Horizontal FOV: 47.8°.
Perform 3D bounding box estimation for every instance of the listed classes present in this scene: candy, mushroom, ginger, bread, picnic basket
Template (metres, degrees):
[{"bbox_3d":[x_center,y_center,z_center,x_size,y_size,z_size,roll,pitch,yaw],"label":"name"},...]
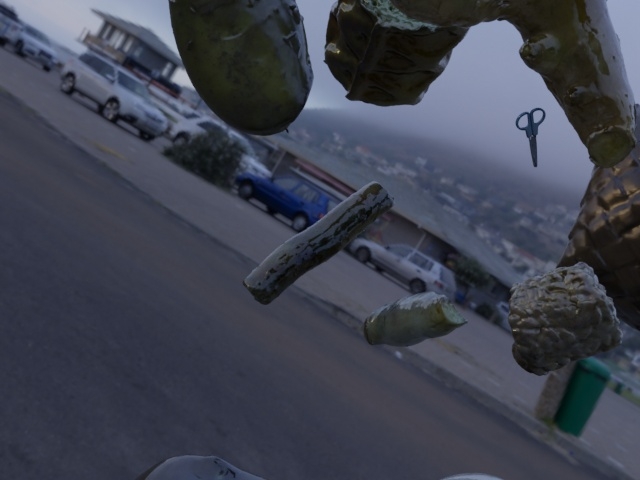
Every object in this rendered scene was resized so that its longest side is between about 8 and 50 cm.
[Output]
[{"bbox_3d":[0.237,0.077,0.718,0.095,0.110,0.085,63,26,-18],"label":"candy"},{"bbox_3d":[0.172,0.134,1.253,0.087,0.107,0.333,52,-22,0],"label":"mushroom"},{"bbox_3d":[0.269,-0.296,0.811,0.348,0.363,0.122,43,-25,-21],"label":"ginger"},{"bbox_3d":[0.123,-0.366,1.262,0.238,0.196,0.252,55,-17,18],"label":"bread"},{"bbox_3d":[0.546,-0.015,1.013,0.337,0.337,0.293,34,5,38],"label":"picnic basket"}]

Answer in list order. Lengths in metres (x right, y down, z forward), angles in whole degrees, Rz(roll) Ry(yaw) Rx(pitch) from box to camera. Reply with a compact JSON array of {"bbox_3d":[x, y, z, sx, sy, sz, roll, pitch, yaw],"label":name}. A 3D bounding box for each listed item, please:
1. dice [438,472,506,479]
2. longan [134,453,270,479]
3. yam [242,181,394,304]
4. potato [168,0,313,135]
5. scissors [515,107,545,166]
[{"bbox_3d":[0.262,0.538,1.038,0.304,0.277,0.304,31,-27,47],"label":"dice"},{"bbox_3d":[-0.173,0.493,1.126,0.350,0.288,0.288,26,2,13],"label":"longan"},{"bbox_3d":[0.000,0.000,1.275,0.071,0.317,0.067,41,-20,35],"label":"yam"},{"bbox_3d":[-0.092,-0.235,0.830,0.113,0.149,0.251,-98,163,-71],"label":"potato"},{"bbox_3d":[0.247,-0.118,0.839,0.006,0.036,0.083,-111,179,-49],"label":"scissors"}]
